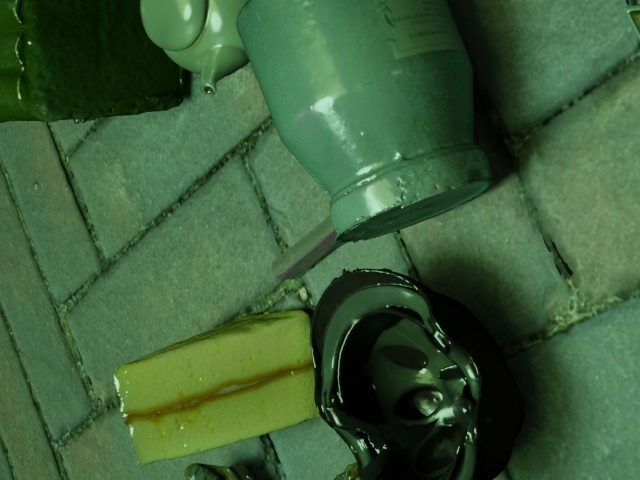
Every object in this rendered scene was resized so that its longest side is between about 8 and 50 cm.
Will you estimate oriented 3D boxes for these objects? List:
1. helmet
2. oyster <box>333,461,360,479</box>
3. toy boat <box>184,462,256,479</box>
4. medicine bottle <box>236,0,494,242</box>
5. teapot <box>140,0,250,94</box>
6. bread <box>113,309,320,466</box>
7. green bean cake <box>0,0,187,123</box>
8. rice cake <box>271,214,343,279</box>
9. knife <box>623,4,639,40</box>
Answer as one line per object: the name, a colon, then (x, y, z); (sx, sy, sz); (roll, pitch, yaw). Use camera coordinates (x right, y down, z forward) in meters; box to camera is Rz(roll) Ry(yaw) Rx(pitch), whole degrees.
helmet: (0.132, 0.172, 1.293); (0.225, 0.177, 0.305); (-37, 66, 38)
oyster: (0.060, 0.439, 1.471); (0.198, 0.092, 0.259); (7, 87, 53)
toy boat: (-0.087, 0.532, 1.602); (0.445, 0.162, 0.136); (55, 174, 24)
medicine bottle: (0.061, -0.162, 1.234); (0.245, 0.245, 0.289); (-26, 80, 46)
teapot: (-0.152, -0.377, 1.474); (0.220, 0.149, 0.318); (39, 126, 32)
bread: (-0.135, 0.216, 1.520); (0.163, 0.264, 0.167); (-11, 97, 49)
green bean cake: (-0.381, -0.336, 1.588); (0.218, 0.335, 0.319); (6, 99, 44)
rice cake: (0.000, 0.000, 1.481); (0.207, 0.047, 0.036); (-38, 66, 43)
knife: (0.406, -0.110, 1.046); (0.343, 0.027, 0.061); (60, 138, 18)
